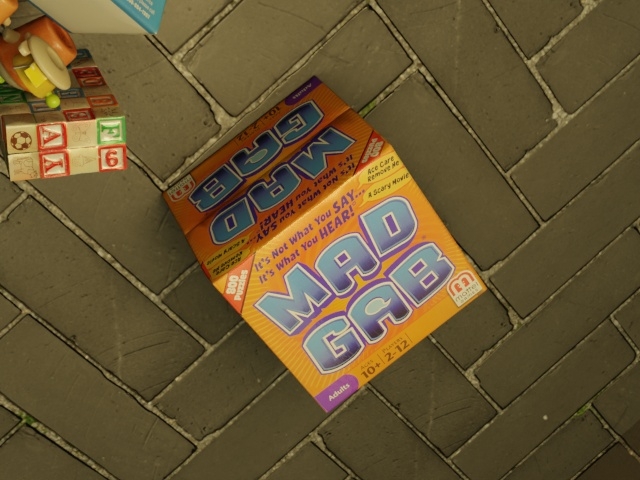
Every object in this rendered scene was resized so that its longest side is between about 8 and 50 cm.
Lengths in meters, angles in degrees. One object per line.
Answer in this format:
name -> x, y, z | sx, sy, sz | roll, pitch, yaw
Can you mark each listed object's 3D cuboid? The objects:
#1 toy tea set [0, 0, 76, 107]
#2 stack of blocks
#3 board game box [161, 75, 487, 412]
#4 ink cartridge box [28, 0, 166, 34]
toy tea set -> -0.477, -0.324, 1.568 | 0.124, 0.200, 0.336 | -31, 106, 10
stack of blocks -> -0.414, -0.200, 1.733 | 0.171, 0.297, 0.087 | -8, 121, -19
board game box -> 0.000, 0.000, 1.978 | 0.356, 0.356, 0.356 | -38, 124, 0
ink cartridge box -> -0.310, -0.519, 1.531 | 0.285, 0.166, 0.394 | 37, 62, -59
